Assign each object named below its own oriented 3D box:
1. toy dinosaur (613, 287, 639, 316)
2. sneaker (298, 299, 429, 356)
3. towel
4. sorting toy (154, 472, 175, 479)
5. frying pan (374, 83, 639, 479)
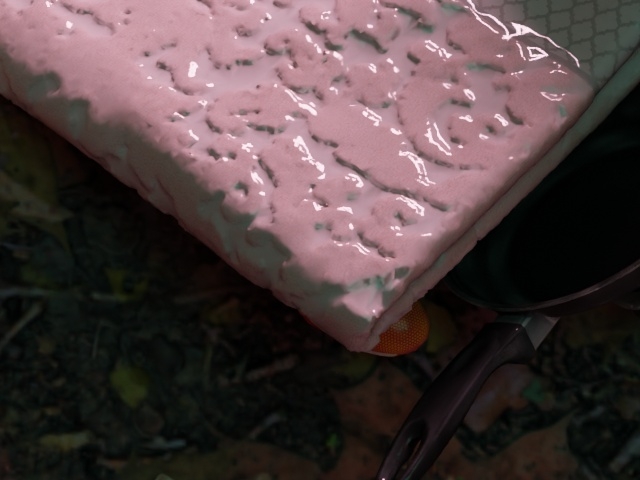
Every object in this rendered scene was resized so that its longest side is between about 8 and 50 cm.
[{"bbox_3d":[0.305,0.044,1.170,0.218,0.164,0.322,41,43,-14],"label":"toy dinosaur"},{"bbox_3d":[0.000,0.000,1.149,0.175,0.067,0.064,47,65,5],"label":"sneaker"},{"bbox_3d":[0.003,-0.126,1.146,0.332,0.053,0.317,36,64,25],"label":"towel"},{"bbox_3d":[-0.086,0.181,1.088,0.062,0.012,0.083,32,65,-1],"label":"sorting toy"},{"bbox_3d":[0.148,0.019,1.104,0.053,0.197,0.326,52,35,-31],"label":"frying pan"}]
